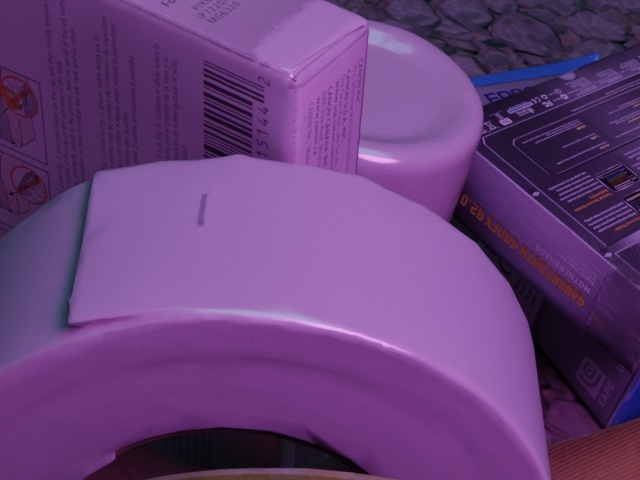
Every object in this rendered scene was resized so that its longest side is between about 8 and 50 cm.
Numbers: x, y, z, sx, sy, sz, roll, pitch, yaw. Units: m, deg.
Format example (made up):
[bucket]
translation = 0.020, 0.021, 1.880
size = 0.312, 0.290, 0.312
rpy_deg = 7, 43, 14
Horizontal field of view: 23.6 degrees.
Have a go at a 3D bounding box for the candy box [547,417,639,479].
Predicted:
[candy box]
translation = 0.213, 0.225, 0.744
size = 0.182, 0.088, 0.316
rpy_deg = -17, 44, 5

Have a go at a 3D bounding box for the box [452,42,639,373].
[box]
translation = 0.206, -0.034, 0.948
size = 0.231, 0.056, 0.183
rpy_deg = -24, 55, -36

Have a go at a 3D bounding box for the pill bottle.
[pill bottle]
translation = 0.000, 0.000, 0.870
size = 0.131, 0.229, 0.131
rpy_deg = 10, 41, -8

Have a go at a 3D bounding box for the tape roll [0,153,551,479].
[tape roll]
translation = -0.038, 0.098, 0.701
size = 0.286, 0.286, 0.100
rpy_deg = 10, 42, -8

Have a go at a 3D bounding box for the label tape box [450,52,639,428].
[label tape box]
translation = 0.217, -0.049, 1.096
size = 0.249, 0.115, 0.348
rpy_deg = -11, 49, -29

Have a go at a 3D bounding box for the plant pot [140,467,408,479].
[plant pot]
translation = -0.004, 0.278, 0.561
size = 0.274, 0.275, 0.294
rpy_deg = 12, 55, -6

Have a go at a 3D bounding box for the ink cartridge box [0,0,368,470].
[ink cartridge box]
translation = -0.109, -0.024, 0.784
size = 0.261, 0.296, 0.066
rpy_deg = 26, 46, 22
